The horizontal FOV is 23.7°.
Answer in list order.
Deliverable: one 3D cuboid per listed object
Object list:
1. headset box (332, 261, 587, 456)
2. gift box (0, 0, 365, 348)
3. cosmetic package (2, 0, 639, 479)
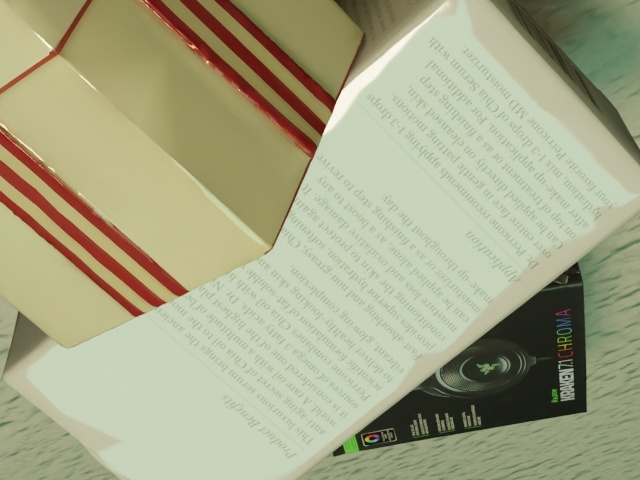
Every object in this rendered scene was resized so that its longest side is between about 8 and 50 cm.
[{"bbox_3d":[0.104,0.078,1.468,0.283,0.131,0.246,-10,144,3],"label":"headset box"},{"bbox_3d":[-0.139,-0.126,0.986,0.276,0.255,0.258,-30,118,37],"label":"gift box"},{"bbox_3d":[0.000,0.000,1.164,0.453,0.161,0.230,-40,114,16],"label":"cosmetic package"}]
